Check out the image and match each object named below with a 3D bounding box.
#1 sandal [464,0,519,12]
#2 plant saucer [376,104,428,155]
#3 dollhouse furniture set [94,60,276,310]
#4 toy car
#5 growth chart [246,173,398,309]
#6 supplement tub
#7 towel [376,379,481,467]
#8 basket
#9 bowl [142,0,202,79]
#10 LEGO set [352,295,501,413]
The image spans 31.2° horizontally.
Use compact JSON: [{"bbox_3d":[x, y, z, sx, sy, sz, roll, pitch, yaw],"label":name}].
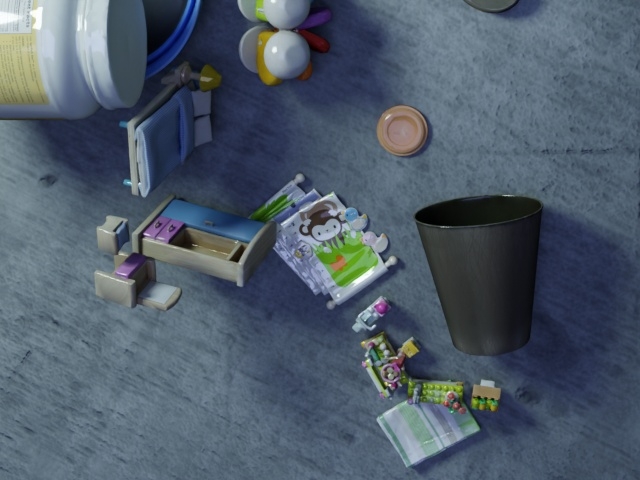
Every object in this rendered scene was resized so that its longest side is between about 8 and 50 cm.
[{"bbox_3d":[0.221,-0.438,1.746,0.090,0.060,0.219,-33,98,16],"label":"sandal"},{"bbox_3d":[0.133,-0.178,1.859,0.083,0.013,0.083,3,106,9],"label":"plant saucer"},{"bbox_3d":[-0.200,-0.084,1.767,0.198,0.286,0.303,14,126,16],"label":"dollhouse furniture set"},{"bbox_3d":[-0.046,-0.335,1.788,0.136,0.159,0.182,-8,107,-25],"label":"toy car"},{"bbox_3d":[0.000,0.000,1.929,0.237,0.021,0.172,43,107,-6],"label":"growth chart"},{"bbox_3d":[-0.446,-0.299,1.708,0.331,0.241,0.241,1,106,7],"label":"supplement tub"},{"bbox_3d":[0.188,0.320,1.990,0.152,0.023,0.113,-30,100,16],"label":"towel"},{"bbox_3d":[0.262,0.057,1.840,0.204,0.154,0.227,-4,109,11],"label":"basket"},{"bbox_3d":[-0.370,-0.430,1.818,0.391,0.077,0.391,3,111,7],"label":"bowl"},{"bbox_3d":[0.163,0.229,1.912,0.287,0.107,0.132,39,104,1],"label":"LEGO set"}]
